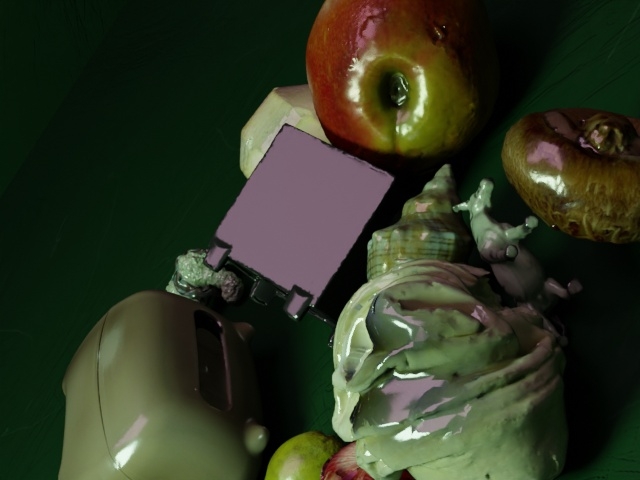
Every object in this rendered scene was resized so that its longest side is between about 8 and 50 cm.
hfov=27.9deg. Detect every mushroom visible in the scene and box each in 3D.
[{"bbox_3d":[0.340,-0.084,1.542,0.253,0.253,0.153,-136,51,-60],"label":"mushroom"}]

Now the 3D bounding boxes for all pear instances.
[{"bbox_3d":[-0.019,0.318,1.761,0.131,0.107,0.107,-47,28,-13],"label":"pear"}]

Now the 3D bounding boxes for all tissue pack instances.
[{"bbox_3d":[-0.234,0.259,1.957,0.277,0.267,0.387,-46,29,21],"label":"tissue pack"}]

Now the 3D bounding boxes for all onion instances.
[{"bbox_3d":[0.075,0.328,1.622,0.150,0.140,0.150,-5,21,2],"label":"onion"}]

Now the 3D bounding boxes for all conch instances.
[{"bbox_3d":[0.155,0.089,1.713,0.203,0.170,0.386,160,106,-72],"label":"conch"}]

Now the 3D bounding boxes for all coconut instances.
[{"bbox_3d":[-0.024,-0.174,2.187,0.237,0.197,0.237,-44,28,31],"label":"coconut"}]

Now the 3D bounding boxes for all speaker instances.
[{"bbox_3d":[0.000,0.000,1.922,0.232,0.184,0.254,28,84,33],"label":"speaker"}]

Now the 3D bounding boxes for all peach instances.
[{"bbox_3d":[0.125,-0.275,1.986,0.290,0.372,0.372,-14,40,8],"label":"peach"}]

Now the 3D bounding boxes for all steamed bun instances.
[{"bbox_3d":[0.132,0.156,1.494,0.320,0.206,0.275,10,81,32],"label":"steamed bun"}]

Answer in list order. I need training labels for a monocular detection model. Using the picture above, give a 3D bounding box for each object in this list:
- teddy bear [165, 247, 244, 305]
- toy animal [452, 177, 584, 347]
[{"bbox_3d":[-0.226,0.074,2.302,0.213,0.111,0.133,-29,34,34],"label":"teddy bear"},{"bbox_3d":[0.245,0.028,1.608,0.073,0.217,0.176,-31,4,-6],"label":"toy animal"}]
